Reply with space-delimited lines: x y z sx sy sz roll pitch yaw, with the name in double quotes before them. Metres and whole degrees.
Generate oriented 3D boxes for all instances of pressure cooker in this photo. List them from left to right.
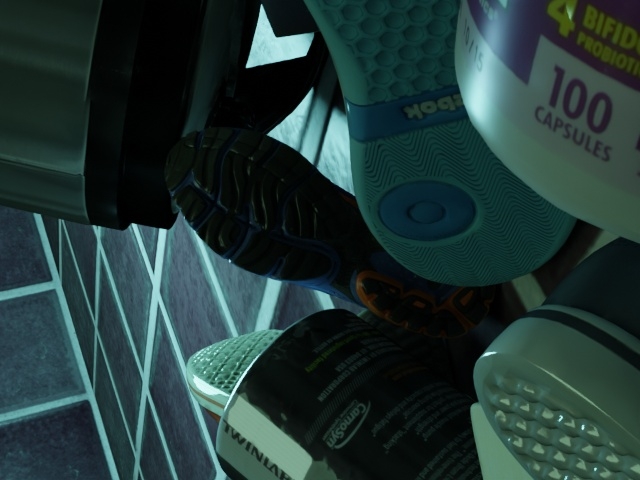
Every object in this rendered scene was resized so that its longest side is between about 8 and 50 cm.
"pressure cooker" -0.195 -0.196 0.854 0.370 0.420 0.375 -85 9 -71

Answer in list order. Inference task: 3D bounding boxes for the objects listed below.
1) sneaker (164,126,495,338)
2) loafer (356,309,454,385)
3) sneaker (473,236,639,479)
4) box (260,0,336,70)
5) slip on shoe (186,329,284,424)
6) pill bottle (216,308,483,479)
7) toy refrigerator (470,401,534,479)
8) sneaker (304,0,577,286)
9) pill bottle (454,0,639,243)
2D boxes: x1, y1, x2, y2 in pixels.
"sneaker" 0.000 0.000 0.741 0.083 0.221 0.087 -61 5 -5
"loafer" 0.059 0.180 0.821 0.092 0.102 0.268 153 113 -71
"sneaker" 0.205 0.111 0.358 0.321 0.127 0.126 46 158 12
"box" -0.011 -0.211 0.640 0.036 0.136 0.225 -4 125 32
"slip on shoe" -0.031 0.163 1.029 0.331 0.123 0.101 30 133 58
"pill bottle" 0.065 0.154 0.667 0.246 0.130 0.130 35 139 30
"toy refrigerator" 0.151 0.189 0.472 0.094 0.102 0.269 162 97 -70
"sneaker" 0.065 -0.138 0.607 0.319 0.127 0.208 71 -163 -45
"pill bottle" 0.136 -0.150 0.287 0.301 0.169 0.169 95 154 -44
